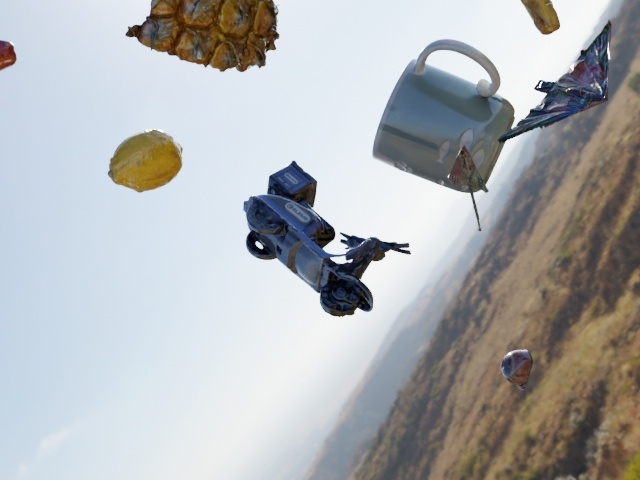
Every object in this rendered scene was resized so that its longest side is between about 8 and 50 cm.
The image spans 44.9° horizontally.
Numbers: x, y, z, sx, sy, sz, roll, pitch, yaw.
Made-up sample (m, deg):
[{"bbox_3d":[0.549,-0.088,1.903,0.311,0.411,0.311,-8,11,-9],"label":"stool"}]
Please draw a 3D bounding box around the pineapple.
[{"bbox_3d":[-0.117,-0.343,1.122,0.158,0.161,0.334,-58,-4,24],"label":"pineapple"}]

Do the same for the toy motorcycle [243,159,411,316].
[{"bbox_3d":[0.000,0.000,1.513,0.212,0.358,0.125,-32,-29,-31],"label":"toy motorcycle"}]

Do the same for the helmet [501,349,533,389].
[{"bbox_3d":[0.381,0.255,1.529,0.065,0.049,0.084,-118,34,-67],"label":"helmet"}]

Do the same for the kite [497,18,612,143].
[{"bbox_3d":[0.477,-0.293,1.474,0.321,0.016,0.234,-49,23,4],"label":"kite"}]

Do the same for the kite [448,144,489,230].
[{"bbox_3d":[0.252,-0.091,1.312,0.005,0.153,0.137,-18,-18,38],"label":"kite"}]

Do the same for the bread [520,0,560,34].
[{"bbox_3d":[0.526,-0.553,1.850,0.053,0.132,0.074,-29,-6,39],"label":"bread"}]

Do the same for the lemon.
[{"bbox_3d":[-0.339,-0.153,1.504,0.155,0.114,0.114,-27,-12,-17],"label":"lemon"}]

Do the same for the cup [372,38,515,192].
[{"bbox_3d":[0.306,-0.294,1.796,0.259,0.274,0.357,-57,-13,-41],"label":"cup"}]

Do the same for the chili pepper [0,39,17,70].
[{"bbox_3d":[-0.752,-0.415,1.749,0.123,0.073,0.070,-19,-45,-23],"label":"chili pepper"}]
